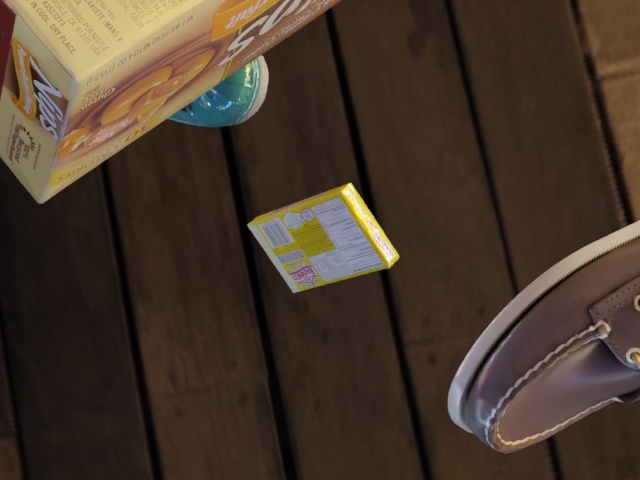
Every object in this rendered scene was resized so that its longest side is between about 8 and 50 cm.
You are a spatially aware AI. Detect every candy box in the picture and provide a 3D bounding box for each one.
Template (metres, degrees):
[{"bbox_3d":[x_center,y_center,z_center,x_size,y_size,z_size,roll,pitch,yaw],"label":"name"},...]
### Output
[{"bbox_3d":[0.000,0.000,1.771,0.027,0.206,0.105,-43,105,-32],"label":"candy box"},{"bbox_3d":[-0.073,-0.169,0.987,0.316,0.183,0.087,-38,84,-26],"label":"candy box"}]

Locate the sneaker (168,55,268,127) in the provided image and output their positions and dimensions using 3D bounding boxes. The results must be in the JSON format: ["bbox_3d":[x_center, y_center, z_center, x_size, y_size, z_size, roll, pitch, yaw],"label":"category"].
[{"bbox_3d":[-0.191,-0.180,1.374,0.302,0.121,0.108,25,105,27],"label":"sneaker"}]

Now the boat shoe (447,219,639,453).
[{"bbox_3d":[0.238,0.048,1.043,0.324,0.116,0.097,-33,51,-7],"label":"boat shoe"}]
